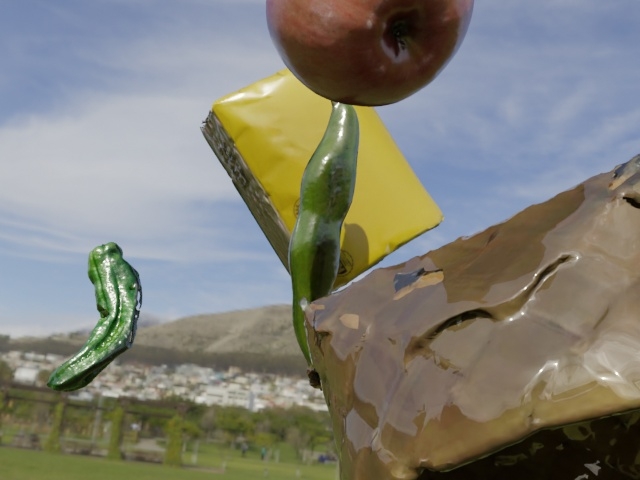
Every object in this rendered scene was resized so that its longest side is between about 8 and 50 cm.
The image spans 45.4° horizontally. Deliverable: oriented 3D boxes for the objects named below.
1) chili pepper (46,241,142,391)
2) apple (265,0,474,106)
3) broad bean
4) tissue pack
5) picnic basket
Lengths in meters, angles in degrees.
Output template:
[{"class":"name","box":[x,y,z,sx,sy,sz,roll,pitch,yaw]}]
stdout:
[{"class":"chili pepper","box":[-0.236,0.086,0.835,0.073,0.182,0.050,19,-41,-17]},{"class":"apple","box":[0.037,-0.168,0.545,0.153,0.120,0.153,-17,-40,-15]},{"class":"broad bean","box":[-0.001,-0.001,0.759,0.060,0.297,0.043,9,-5,-25]},{"class":"tissue pack","box":[0.001,-0.085,0.952,0.192,0.270,0.134,-33,0,-17]},{"class":"picnic basket","box":[0.164,0.169,0.422,0.293,0.337,0.337,-25,-29,23]}]
